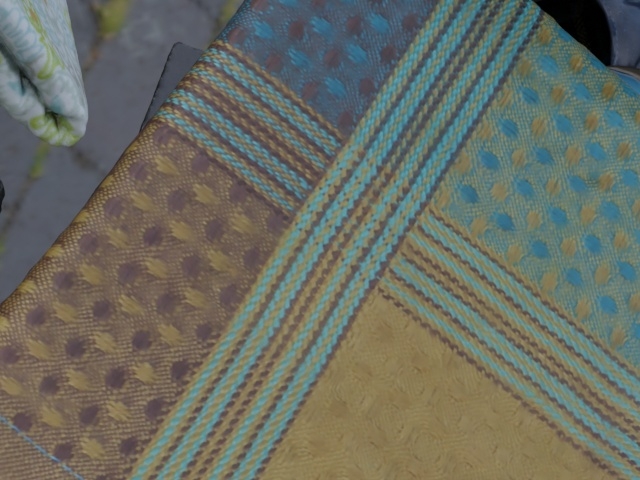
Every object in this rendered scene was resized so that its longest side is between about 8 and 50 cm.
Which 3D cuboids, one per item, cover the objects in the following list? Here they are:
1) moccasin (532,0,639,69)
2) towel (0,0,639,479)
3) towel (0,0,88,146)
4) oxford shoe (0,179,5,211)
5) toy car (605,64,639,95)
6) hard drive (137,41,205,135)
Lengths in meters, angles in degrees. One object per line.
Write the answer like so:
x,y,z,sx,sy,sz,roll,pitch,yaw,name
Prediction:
0.175,-0.103,1.194,0.117,0.342,0.137,85,-14,-74,moccasin
0.084,0.078,0.658,0.370,0.040,0.271,39,62,-6,towel
-0.355,-0.310,1.935,0.320,0.090,0.374,-105,168,-45,towel
-0.242,0.055,1.010,0.083,0.227,0.096,24,34,-12,oxford shoe
0.154,0.050,0.880,0.219,0.210,0.238,14,100,-14,toy car
0.000,0.000,1.586,0.339,0.064,0.237,20,57,-6,hard drive
